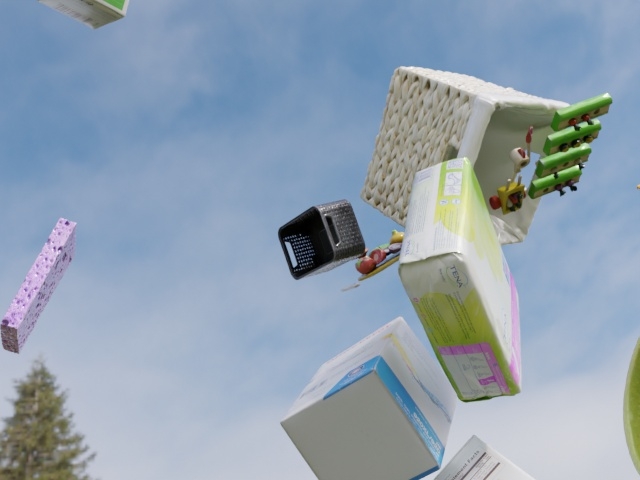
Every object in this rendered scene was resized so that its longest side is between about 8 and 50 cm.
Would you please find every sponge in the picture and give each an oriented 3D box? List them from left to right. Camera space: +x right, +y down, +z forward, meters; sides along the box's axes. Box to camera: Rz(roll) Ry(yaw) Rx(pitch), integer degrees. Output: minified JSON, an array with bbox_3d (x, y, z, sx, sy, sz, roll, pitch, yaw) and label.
[{"bbox_3d":[-0.460,0.074,1.213,0.031,0.210,0.117,22,-35,-7],"label":"sponge"}]

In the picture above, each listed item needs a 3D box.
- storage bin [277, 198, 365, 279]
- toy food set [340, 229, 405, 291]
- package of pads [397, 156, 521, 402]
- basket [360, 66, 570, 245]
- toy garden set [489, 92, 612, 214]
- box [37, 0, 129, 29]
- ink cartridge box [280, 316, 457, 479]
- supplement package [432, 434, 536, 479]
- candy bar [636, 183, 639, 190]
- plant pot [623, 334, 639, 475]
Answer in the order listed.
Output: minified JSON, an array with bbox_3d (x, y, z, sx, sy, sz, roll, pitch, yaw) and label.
[{"bbox_3d":[0.000,0.000,1.550,0.084,0.122,0.180,-15,-9,-34],"label":"storage bin"},{"bbox_3d":[0.134,0.036,1.778,0.218,0.071,0.128,-32,1,-11],"label":"toy food set"},{"bbox_3d":[0.208,0.065,1.071,0.101,0.229,0.296,-13,-55,24],"label":"package of pads"},{"bbox_3d":[0.300,-0.175,1.567,0.331,0.266,0.328,-7,-61,-46],"label":"basket"},{"bbox_3d":[0.433,-0.146,1.393,0.204,0.049,0.244,-20,-32,-11],"label":"toy garden set"},{"bbox_3d":[-0.347,-0.382,1.101,0.102,0.087,0.101,0,-15,46],"label":"box"},{"bbox_3d":[0.083,0.254,1.113,0.171,0.168,0.233,-35,1,21],"label":"ink cartridge box"},{"bbox_3d":[0.271,0.460,1.043,0.198,0.263,0.199,-43,-43,-17],"label":"supplement package"},{"bbox_3d":[0.711,-0.081,1.590,0.040,0.018,0.161,7,-21,34],"label":"candy bar"},{"bbox_3d":[0.579,0.214,0.951,0.254,0.276,0.276,13,-40,-3],"label":"plant pot"}]
